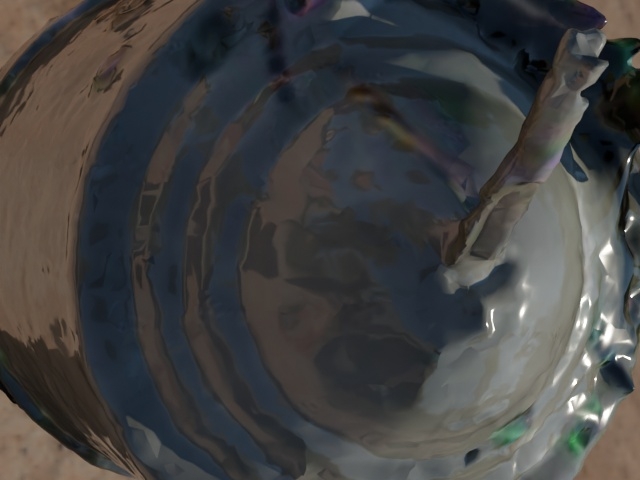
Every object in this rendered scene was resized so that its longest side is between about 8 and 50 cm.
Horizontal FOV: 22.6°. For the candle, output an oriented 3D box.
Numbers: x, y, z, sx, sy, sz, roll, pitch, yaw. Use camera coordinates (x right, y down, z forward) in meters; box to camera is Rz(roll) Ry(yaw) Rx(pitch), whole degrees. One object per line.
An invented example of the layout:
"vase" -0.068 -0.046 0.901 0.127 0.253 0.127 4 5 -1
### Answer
"candle" 0.000 0.000 0.474 0.187 0.330 0.187 -2 94 -23
